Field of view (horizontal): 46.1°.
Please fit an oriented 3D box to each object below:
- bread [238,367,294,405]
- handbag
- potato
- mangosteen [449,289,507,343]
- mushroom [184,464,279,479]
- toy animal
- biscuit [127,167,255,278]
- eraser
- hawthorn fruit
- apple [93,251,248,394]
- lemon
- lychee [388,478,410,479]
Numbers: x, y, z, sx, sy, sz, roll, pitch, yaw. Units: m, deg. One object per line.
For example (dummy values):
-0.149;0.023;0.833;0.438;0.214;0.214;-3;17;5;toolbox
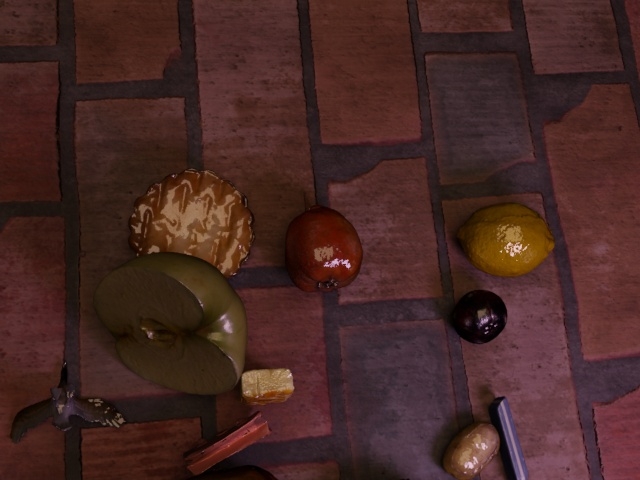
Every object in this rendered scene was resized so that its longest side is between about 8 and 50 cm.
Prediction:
-0.135;0.361;1.839;0.126;0.188;0.068;-2;71;-9;bread
-0.228;0.483;1.810;0.213;0.157;0.059;-28;89;-13;handbag
0.386;0.535;1.919;0.107;0.080;0.170;40;71;12;potato
0.414;0.196;1.987;0.153;0.152;0.152;2;76;-7;mangosteen
-0.201;0.647;1.685;0.346;0.345;0.259;-19;61;-12;mushroom
-0.605;0.376;1.804;0.273;0.160;0.197;1;74;-15;toy animal
-0.332;-0.025;1.954;0.326;0.107;0.325;1;79;-6;biscuit
0.481;0.517;1.936;0.036;0.082;0.224;-12;77;-9;eraser
0.000;0.000;1.943;0.211;0.210;0.262;-9;69;-10;hawthorn fruit
-0.357;0.195;1.767;0.361;0.312;0.319;-5;75;35;apple
0.497;-0.003;2.013;0.260;0.204;0.204;3;75;1;lemon
0.207;0.706;1.762;0.304;0.275;0.275;31;72;27;lychee
